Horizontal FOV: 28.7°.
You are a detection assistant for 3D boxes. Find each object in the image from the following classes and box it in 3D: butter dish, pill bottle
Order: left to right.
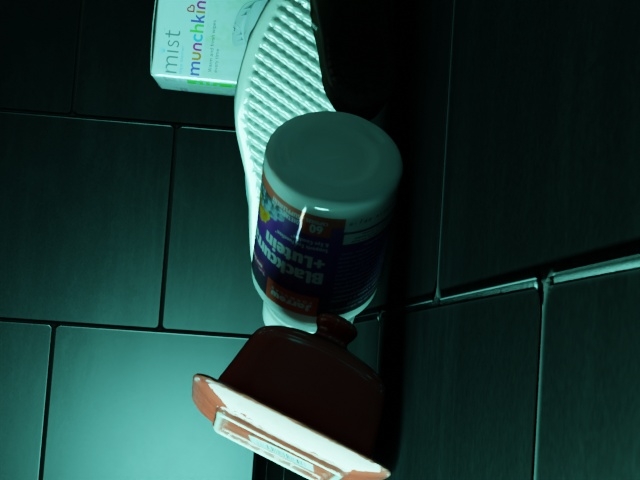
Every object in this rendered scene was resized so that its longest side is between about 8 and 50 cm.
[{"bbox_3d":[-0.009,0.111,0.961,0.118,0.160,0.160,-63,-1,-18],"label":"butter dish"},{"bbox_3d":[0.000,0.000,1.011,0.193,0.108,0.108,99,173,-46],"label":"pill bottle"}]

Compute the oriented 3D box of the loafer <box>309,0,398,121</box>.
[{"bbox_3d":[0.022,-0.192,1.083,0.078,0.080,0.220,104,169,-59],"label":"loafer"}]

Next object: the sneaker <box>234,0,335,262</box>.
[{"bbox_3d":[-0.026,-0.121,1.279,0.150,0.135,0.366,-98,14,-55],"label":"sneaker"}]

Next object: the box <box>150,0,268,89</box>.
[{"bbox_3d":[-0.090,-0.248,1.570,0.262,0.231,0.127,-144,59,-83],"label":"box"}]
